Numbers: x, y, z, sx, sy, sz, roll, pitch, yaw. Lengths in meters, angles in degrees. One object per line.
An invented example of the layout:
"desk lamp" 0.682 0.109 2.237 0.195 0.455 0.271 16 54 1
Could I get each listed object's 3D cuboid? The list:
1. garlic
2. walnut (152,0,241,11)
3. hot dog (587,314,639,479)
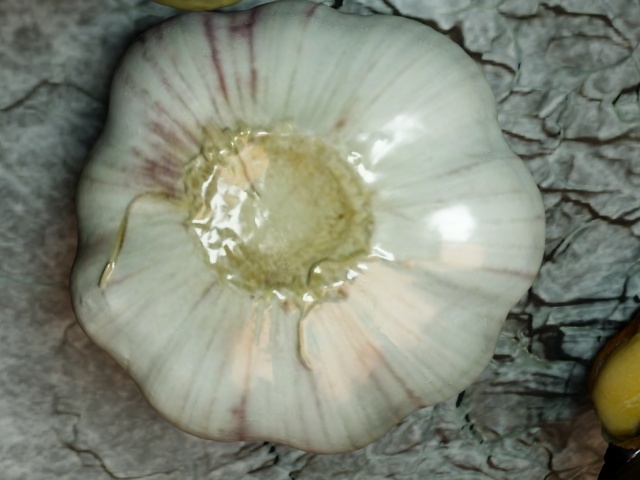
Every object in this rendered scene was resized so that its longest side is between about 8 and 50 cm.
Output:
"garlic" 0.000 0.000 0.745 0.245 0.245 0.253 -30 169 5
"walnut" -0.069 -0.222 0.471 0.253 0.282 0.277 -28 154 -55
"hot dog" 0.304 0.073 0.946 0.326 0.107 0.194 -21 141 -16
